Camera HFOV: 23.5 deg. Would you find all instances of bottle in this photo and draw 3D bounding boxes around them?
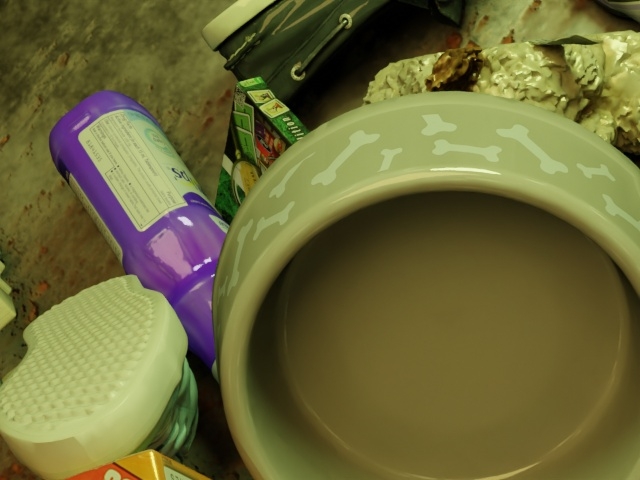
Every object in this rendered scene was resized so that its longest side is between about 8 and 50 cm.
[{"bbox_3d":[-0.120,0.003,1.269,0.092,0.118,0.283,-38,61,3],"label":"bottle"}]

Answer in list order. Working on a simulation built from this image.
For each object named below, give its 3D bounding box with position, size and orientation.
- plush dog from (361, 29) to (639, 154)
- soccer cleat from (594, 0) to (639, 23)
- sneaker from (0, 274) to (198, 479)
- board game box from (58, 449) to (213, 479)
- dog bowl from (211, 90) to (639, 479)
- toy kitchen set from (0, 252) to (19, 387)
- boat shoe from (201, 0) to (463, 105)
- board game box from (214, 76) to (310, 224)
[{"bbox_3d":[0.139,-0.034,1.163,0.262,0.210,0.225,-5,96,21],"label":"plush dog"},{"bbox_3d":[0.284,-0.199,1.190,0.108,0.116,0.318,-38,62,3],"label":"soccer cleat"},{"bbox_3d":[-0.133,0.124,1.089,0.135,0.366,0.150,-28,101,0],"label":"sneaker"},{"bbox_3d":[-0.155,0.393,1.000,0.356,0.356,0.357,-22,64,12],"label":"board game box"},{"bbox_3d":[0.089,0.079,1.051,0.348,0.102,0.349,2,112,5],"label":"dog bowl"},{"bbox_3d":[-0.287,0.095,1.333,0.122,0.166,0.207,-42,25,1],"label":"toy kitchen set"},{"bbox_3d":[0.071,-0.218,1.288,0.340,0.127,0.113,-31,92,-1],"label":"boat shoe"},{"bbox_3d":[0.000,0.000,1.210,0.030,0.136,0.260,-19,49,-29],"label":"board game box"}]
